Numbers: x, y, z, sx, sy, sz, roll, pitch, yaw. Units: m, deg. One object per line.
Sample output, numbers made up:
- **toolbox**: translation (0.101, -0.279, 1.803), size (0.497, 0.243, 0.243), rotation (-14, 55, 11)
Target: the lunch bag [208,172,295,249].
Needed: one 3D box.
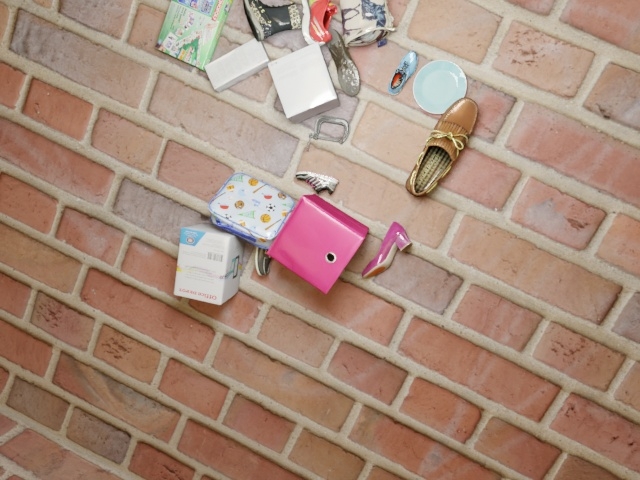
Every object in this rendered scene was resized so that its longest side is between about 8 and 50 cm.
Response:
- **lunch bag**: translation (-0.266, -0.111, 1.534), size (0.304, 0.115, 0.243), rotation (25, 62, 6)

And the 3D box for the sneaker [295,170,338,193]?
- **sneaker**: translation (-0.018, -0.221, 1.558), size (0.171, 0.063, 0.074), rotation (13, 94, 2)

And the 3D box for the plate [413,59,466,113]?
- **plate**: translation (0.431, -0.554, 1.462), size (0.189, 0.024, 0.187), rotation (1, 98, 8)

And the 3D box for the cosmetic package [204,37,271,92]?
- **cosmetic package**: translation (-0.314, -0.669, 1.542), size (0.239, 0.060, 0.098), rotation (-23, 90, 11)

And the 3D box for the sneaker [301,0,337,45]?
- **sneaker**: translation (0.002, -0.828, 1.430), size (0.119, 0.107, 0.278), rotation (-3, 89, 21)

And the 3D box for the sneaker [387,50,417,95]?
- **sneaker**: translation (0.299, -0.603, 1.450), size (0.064, 0.073, 0.162), rotation (29, 101, 4)

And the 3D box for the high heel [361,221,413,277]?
- **high heel**: translation (0.236, 0.039, 1.565), size (0.244, 0.082, 0.117), rotation (-45, 57, 25)

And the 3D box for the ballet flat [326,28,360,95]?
- **ballet flat**: translation (0.085, -0.657, 1.490), size (0.084, 0.058, 0.249), rotation (-23, 97, 23)

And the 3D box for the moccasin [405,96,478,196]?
- **moccasin**: translation (0.429, -0.328, 1.429), size (0.139, 0.147, 0.379), rotation (36, 101, -1)

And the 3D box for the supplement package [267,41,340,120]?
- **supplement package**: translation (-0.054, -0.566, 1.471), size (0.194, 0.149, 0.202), rotation (-19, 95, 11)

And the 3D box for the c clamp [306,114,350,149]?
- **c clamp**: translation (0.033, -0.409, 1.549), size (0.161, 0.022, 0.137), rotation (6, 94, 9)

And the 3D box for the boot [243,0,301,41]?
- **boot**: translation (-0.185, -0.851, 1.491), size (0.179, 0.085, 0.236), rotation (-17, 73, -8)

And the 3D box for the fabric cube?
- **fabric cube**: translation (0.000, 0.000, 1.488), size (0.258, 0.259, 0.254), rotation (34, 103, 3)

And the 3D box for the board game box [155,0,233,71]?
- **board game box**: translation (-0.483, -0.846, 1.552), size (0.214, 0.046, 0.317), rotation (26, 101, 4)

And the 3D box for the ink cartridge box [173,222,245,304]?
- **ink cartridge box**: translation (-0.433, 0.086, 1.598), size (0.198, 0.197, 0.269), rotation (11, 100, 7)

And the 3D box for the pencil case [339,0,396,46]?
- **pencil case**: translation (0.149, -0.892, 1.388), size (0.184, 0.160, 0.409), rotation (-6, 97, 12)

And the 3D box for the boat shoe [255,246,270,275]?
- **boat shoe**: translation (-0.216, 0.031, 1.616), size (0.069, 0.081, 0.227), rotation (2, 96, 13)
